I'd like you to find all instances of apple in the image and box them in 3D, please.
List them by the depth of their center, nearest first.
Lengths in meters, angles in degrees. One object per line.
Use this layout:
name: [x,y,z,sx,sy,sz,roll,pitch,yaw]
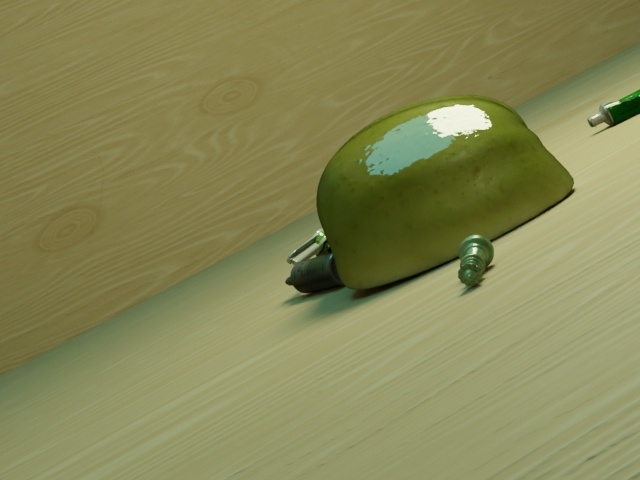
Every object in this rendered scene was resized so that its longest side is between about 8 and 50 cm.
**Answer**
apple: [0.179,-0.072,1.496,0.360,0.320,0.311,-25,-29,9]

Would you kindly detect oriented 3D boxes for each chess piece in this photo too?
chess piece: [0.174,0.027,1.139,0.042,0.042,0.093,-25,11,22]

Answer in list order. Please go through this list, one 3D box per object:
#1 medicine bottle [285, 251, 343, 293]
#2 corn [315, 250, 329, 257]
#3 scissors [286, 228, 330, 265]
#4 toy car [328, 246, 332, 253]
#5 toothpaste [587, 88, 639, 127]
medicine bottle: [-0.011,0.057,1.662,0.057,0.058,0.199,-30,6,-29]
corn: [0.069,-0.012,1.913,0.207,0.068,0.068,-26,5,29]
scissors: [0.000,0.000,1.786,0.204,0.027,0.101,-36,-24,-55]
toy car: [0.065,-0.012,1.764,0.080,0.070,0.171,-51,-10,-18]
toothpaste: [0.622,-0.275,1.881,0.248,0.047,0.078,-24,7,4]
